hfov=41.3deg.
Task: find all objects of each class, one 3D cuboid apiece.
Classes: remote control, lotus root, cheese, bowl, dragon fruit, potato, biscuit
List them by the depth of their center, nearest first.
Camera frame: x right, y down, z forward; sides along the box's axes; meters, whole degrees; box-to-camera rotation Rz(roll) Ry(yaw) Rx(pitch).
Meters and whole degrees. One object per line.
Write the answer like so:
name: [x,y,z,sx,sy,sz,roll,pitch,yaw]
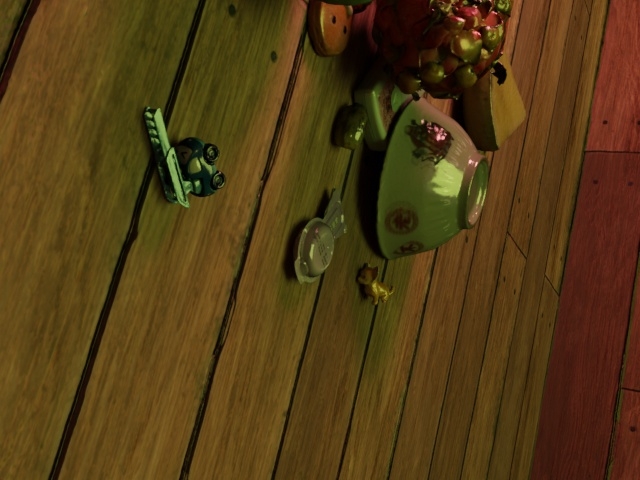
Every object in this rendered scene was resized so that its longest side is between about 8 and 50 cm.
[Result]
biscuit: [0.042,-0.466,1.445,0.205,0.049,0.323,34,67,-59]
cheese: [0.000,0.000,1.449,0.191,0.042,0.105,-53,140,-44]
dragon fruit: [0.212,-0.364,1.485,0.291,0.250,0.269,-79,168,-54]
lotus root: [0.057,-0.206,1.506,0.049,0.054,0.099,82,26,-66]
remote control: [0.160,-0.325,1.673,0.344,0.050,0.145,-57,141,-39]
bowl: [0.240,-0.110,1.693,0.337,0.158,0.337,12,90,-68]
potato: [0.400,-0.375,2.042,0.269,0.112,0.255,-46,129,-53]

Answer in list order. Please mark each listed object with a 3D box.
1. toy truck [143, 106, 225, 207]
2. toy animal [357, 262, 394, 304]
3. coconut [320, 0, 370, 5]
toy truck: [-0.176,-0.115,1.099,0.074,0.063,0.136,-29,118,-34]
toy animal: [0.109,0.079,1.647,0.081,0.060,0.083,-15,114,-18]
coconut: [0.051,-0.493,1.213,0.328,0.329,0.281,-50,168,-46]
